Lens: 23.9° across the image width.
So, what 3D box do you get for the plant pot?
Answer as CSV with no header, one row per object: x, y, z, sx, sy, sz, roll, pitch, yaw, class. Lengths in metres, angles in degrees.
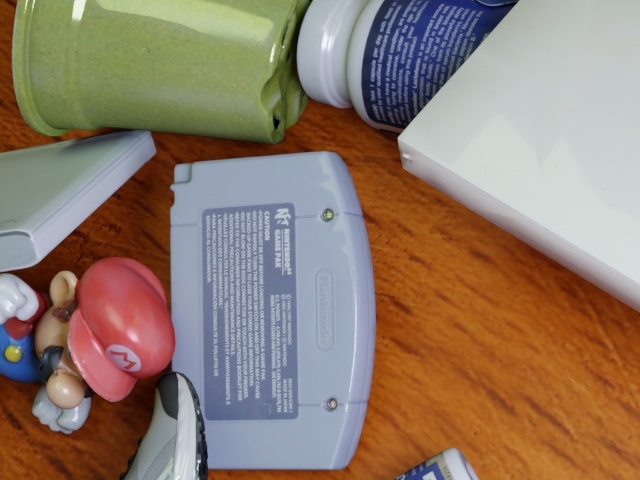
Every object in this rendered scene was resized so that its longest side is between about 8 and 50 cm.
-0.139,-0.213,1.551,0.254,0.276,0.276,15,69,11,plant pot

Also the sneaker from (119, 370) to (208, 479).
-0.154,0.232,1.313,0.108,0.100,0.272,3,54,4,sneaker

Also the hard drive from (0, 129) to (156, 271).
-0.313,-0.037,1.534,0.203,0.040,0.307,-9,19,19,hard drive

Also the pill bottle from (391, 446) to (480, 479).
0.066,0.257,1.294,0.169,0.094,0.094,-31,56,5,pill bottle

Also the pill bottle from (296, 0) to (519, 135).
0.119,-0.169,1.468,0.264,0.153,0.153,16,70,29,pill bottle

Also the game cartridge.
-0.046,0.067,1.415,0.196,0.060,0.294,-3,84,27,game cartridge

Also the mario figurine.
-0.274,0.110,1.419,0.320,0.198,0.170,-7,90,40,mario figurine

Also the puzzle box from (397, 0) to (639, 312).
0.303,-0.067,1.237,0.409,0.052,0.272,34,70,24,puzzle box

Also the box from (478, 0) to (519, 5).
0.226,-0.280,1.467,0.225,0.036,0.136,-16,32,-21,box
